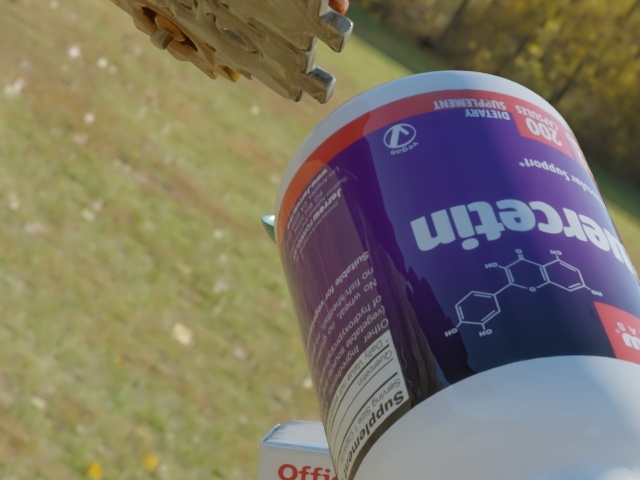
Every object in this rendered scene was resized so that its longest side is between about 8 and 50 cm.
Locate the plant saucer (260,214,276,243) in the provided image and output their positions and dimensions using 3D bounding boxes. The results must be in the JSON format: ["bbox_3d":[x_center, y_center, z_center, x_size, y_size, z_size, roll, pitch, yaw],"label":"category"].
[{"bbox_3d":[0.000,0.000,1.811,0.119,0.021,0.119,12,8,-2],"label":"plant saucer"}]

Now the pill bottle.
[{"bbox_3d":[0.088,0.071,0.988,0.181,0.181,0.323,28,30,-34],"label":"pill bottle"}]

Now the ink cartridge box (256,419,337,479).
[{"bbox_3d":[0.025,0.224,1.257,0.139,0.191,0.082,5,6,10],"label":"ink cartridge box"}]

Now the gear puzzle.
[{"bbox_3d":[-0.053,-0.139,0.872,0.175,0.044,0.339,36,-13,4],"label":"gear puzzle"}]
